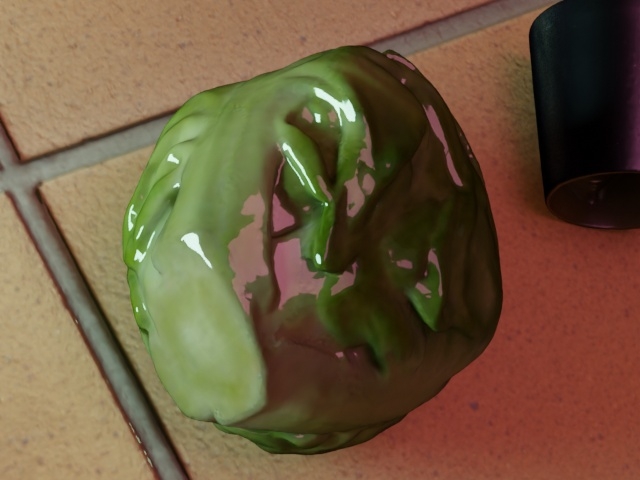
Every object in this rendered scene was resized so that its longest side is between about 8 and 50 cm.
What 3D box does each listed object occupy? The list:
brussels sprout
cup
[{"bbox_3d":[0.000,0.000,1.318,0.328,0.247,0.328,14,58,-24],"label":"brussels sprout"},{"bbox_3d":[0.311,-0.110,1.587,0.239,0.166,0.177,11,66,-23],"label":"cup"}]
